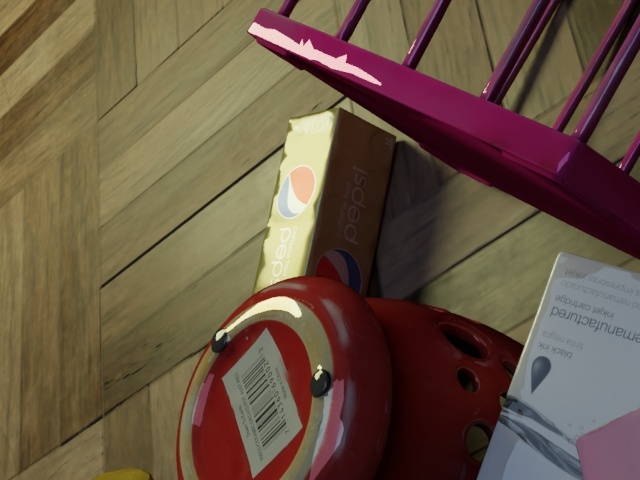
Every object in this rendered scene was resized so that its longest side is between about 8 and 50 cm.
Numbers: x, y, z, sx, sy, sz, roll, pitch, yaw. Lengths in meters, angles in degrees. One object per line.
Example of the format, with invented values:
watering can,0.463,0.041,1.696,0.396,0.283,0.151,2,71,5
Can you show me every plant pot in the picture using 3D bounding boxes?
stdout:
plant pot,0.021,0.122,0.781,0.191,0.174,0.191,-27,52,42

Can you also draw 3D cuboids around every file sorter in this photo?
file sorter,0.142,-0.115,0.740,0.290,0.202,0.182,34,95,52

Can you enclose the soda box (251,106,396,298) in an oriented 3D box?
soda box,0.000,0.000,0.958,0.058,0.061,0.181,-6,67,49

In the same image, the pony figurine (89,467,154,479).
pony figurine,-0.104,0.314,0.716,0.351,0.303,0.363,-4,106,37

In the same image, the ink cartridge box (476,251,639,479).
ink cartridge box,0.161,0.119,0.665,0.139,0.082,0.191,17,84,36

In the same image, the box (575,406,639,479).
box,0.223,0.171,0.454,0.117,0.243,0.213,-33,49,35
